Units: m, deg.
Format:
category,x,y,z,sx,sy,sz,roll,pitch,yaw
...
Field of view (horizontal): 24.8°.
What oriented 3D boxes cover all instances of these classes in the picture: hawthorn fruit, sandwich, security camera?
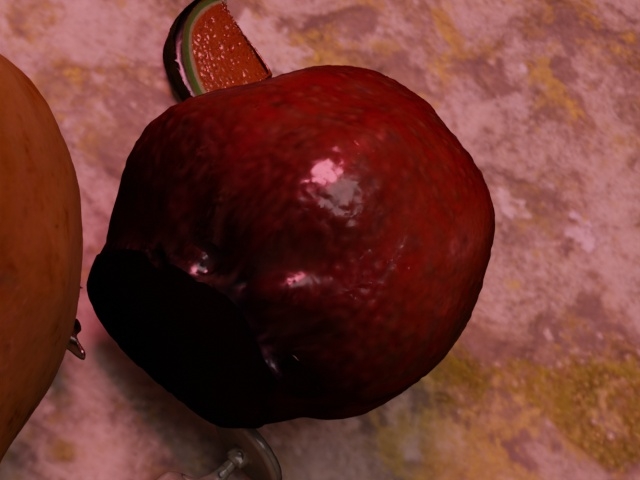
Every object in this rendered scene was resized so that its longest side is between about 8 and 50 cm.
category,x,y,z,sx,sy,sz,roll,pitch,yaw
hawthorn fruit,0.000,0.000,0.835,0.215,0.215,0.249,57,31,8
sandwich,-0.069,-0.111,0.962,0.069,0.026,0.101,-29,84,-39
security camera,-0.071,0.146,0.826,0.092,0.058,0.058,-38,86,-23

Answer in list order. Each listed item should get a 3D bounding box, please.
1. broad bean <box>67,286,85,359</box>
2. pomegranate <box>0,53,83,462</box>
category,x,y,z,sx,sy,sz,roll,pitch,yaw
broad bean,-0.213,-0.077,0.848,0.077,0.061,0.339,-12,73,-39
pomegranate,-0.251,0.011,0.666,0.307,0.307,0.307,11,62,-22
